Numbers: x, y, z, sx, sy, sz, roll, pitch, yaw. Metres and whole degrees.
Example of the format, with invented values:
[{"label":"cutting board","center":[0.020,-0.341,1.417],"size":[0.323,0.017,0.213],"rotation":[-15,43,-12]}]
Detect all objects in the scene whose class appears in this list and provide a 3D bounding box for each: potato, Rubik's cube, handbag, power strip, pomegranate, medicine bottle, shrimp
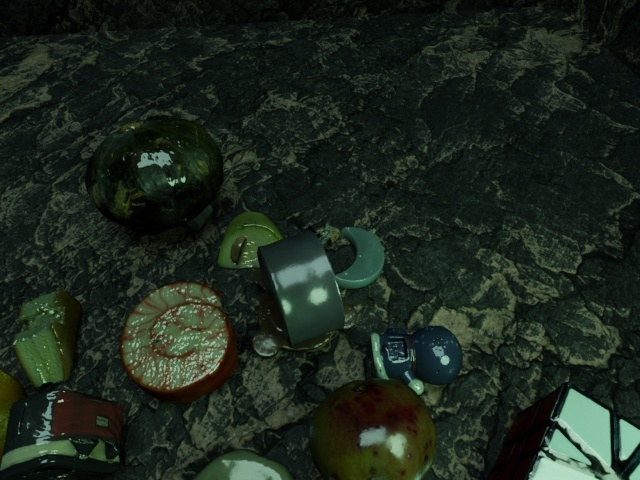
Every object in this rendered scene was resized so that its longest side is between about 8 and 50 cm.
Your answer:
[{"label":"potato","center":[-0.275,0.028,1.309],"size":[0.037,0.036,0.093],"rotation":[20,91,-2]},{"label":"Rubik's cube","center":[0.540,0.526,0.837],"size":[0.289,0.283,0.293],"rotation":[35,63,22]},{"label":"handbag","center":[-0.560,0.453,0.902],"size":[0.181,0.254,0.181],"rotation":[-19,55,4]},{"label":"power strip","center":[0.131,0.051,1.340],"size":[0.168,0.054,0.253],"rotation":[14,54,7]},{"label":"pomegranate","center":[0.127,0.475,0.926],"size":[0.291,0.323,0.290],"rotation":[-16,25,8]},{"label":"medicine bottle","center":[-0.431,-0.089,1.435],"size":[0.058,0.058,0.091],"rotation":[16,54,11]},{"label":"shrimp","center":[0.000,0.000,1.395],"size":[0.091,0.034,0.161],"rotation":[23,48,30]}]

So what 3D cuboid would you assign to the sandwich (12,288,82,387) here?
[{"label":"sandwich","center":[-0.754,0.271,1.118],"size":[0.122,0.128,0.235],"rotation":[-18,54,-4]}]

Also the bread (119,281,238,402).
[{"label":"bread","center":[-0.389,0.279,1.120],"size":[0.295,0.114,0.327],"rotation":[-19,56,-15]}]

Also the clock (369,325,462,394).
[{"label":"clock","center":[0.259,0.315,1.088],"size":[0.244,0.146,0.199],"rotation":[-5,48,5]}]

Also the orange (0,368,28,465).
[{"label":"orange","center":[-0.775,0.444,0.909],"size":[0.196,0.262,0.334],"rotation":[12,36,-33]}]

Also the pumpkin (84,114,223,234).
[{"label":"pumpkin","center":[-0.548,-0.233,1.347],"size":[0.455,0.344,0.454],"rotation":[-14,42,13]}]

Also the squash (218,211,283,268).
[{"label":"squash","center":[-0.225,-0.005,1.402],"size":[0.237,0.155,0.203],"rotation":[0,90,-2]}]

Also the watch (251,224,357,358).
[{"label":"watch","center":[-0.070,0.122,1.111],"size":[0.314,0.326,0.335],"rotation":[-16,54,-13]}]

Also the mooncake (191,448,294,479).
[{"label":"mooncake","center":[-0.173,0.600,0.868],"size":[0.275,0.135,0.274],"rotation":[-1,56,1]}]
